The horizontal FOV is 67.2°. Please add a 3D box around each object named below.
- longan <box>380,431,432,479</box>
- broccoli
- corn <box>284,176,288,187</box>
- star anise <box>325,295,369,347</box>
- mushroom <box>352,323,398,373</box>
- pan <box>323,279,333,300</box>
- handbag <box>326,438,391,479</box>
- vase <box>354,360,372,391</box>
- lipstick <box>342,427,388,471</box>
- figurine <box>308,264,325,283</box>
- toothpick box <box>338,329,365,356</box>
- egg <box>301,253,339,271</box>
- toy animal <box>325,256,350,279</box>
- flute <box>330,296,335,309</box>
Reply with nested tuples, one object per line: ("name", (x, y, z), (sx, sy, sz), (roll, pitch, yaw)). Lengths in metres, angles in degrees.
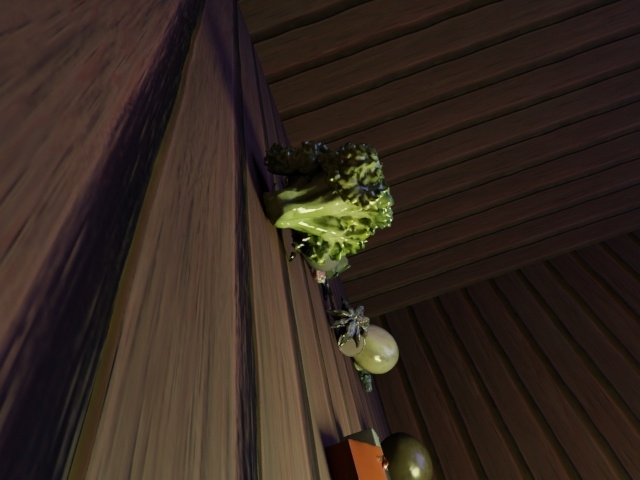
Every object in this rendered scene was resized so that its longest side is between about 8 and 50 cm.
("longan", (0.259, 0.708, 1.515), (0.212, 0.197, 0.198), (57, 14, -56))
("broccoli", (0.000, -0.080, 1.119), (0.347, 0.280, 0.294), (16, -70, 50))
("corn", (-0.045, -0.086, 1.700), (0.101, 0.101, 0.311), (-21, 88, -87))
("star anise", (0.102, 0.278, 1.684), (0.181, 0.204, 0.061), (49, -48, 15))
("mushroom", (0.225, 0.495, 2.170), (0.246, 0.202, 0.246), (26, 30, -16))
("pan", (0.023, 0.182, 1.908), (0.235, 0.028, 0.136), (-99, 169, -73))
("handbag", (0.080, 0.436, 0.866), (0.190, 0.062, 0.127), (45, 23, -55))
("vase", (0.203, 0.610, 2.251), (0.060, 0.059, 0.212), (68, 5, -46))
("lipstick", (0.125, 0.564, 0.932), (0.080, 0.076, 0.372), (64, 7, -48))
("figurine", (-0.017, 0.088, 1.609), (0.072, 0.054, 0.129), (-74, 155, -59))
("toothpick box", (0.114, 0.362, 1.787), (0.149, 0.098, 0.099), (-52, 123, -85))
("egg", (0.000, 0.000, 1.478), (0.146, 0.146, 0.199), (-90, 168, -81))
("toy animal", (-0.005, 0.027, 1.806), (0.251, 0.127, 0.125), (57, 15, -1))
("flute", (0.035, 0.214, 2.077), (0.014, 0.014, 0.270), (67, 5, -54))
